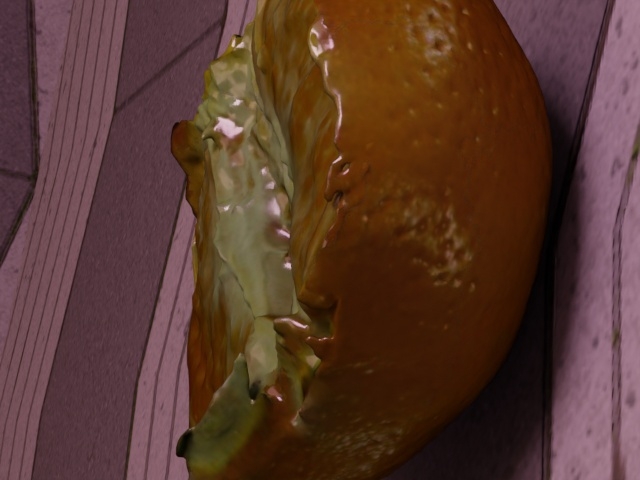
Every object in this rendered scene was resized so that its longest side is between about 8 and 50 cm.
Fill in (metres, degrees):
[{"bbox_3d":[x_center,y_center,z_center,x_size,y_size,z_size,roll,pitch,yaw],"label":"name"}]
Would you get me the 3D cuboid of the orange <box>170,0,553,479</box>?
[{"bbox_3d":[0.010,0.003,0.963,0.335,0.196,0.262,-59,10,31],"label":"orange"}]
